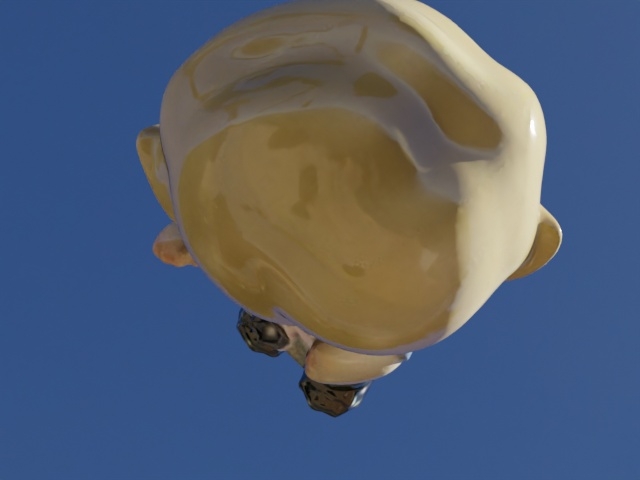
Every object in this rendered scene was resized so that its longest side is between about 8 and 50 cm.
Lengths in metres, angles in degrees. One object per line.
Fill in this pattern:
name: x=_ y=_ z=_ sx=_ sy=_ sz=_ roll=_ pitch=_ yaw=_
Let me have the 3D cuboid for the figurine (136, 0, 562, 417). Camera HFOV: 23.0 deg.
figurine: x=0.000 y=0.000 z=0.511 sx=0.114 sy=0.108 sz=0.196 roll=50 pitch=-24 yaw=13
